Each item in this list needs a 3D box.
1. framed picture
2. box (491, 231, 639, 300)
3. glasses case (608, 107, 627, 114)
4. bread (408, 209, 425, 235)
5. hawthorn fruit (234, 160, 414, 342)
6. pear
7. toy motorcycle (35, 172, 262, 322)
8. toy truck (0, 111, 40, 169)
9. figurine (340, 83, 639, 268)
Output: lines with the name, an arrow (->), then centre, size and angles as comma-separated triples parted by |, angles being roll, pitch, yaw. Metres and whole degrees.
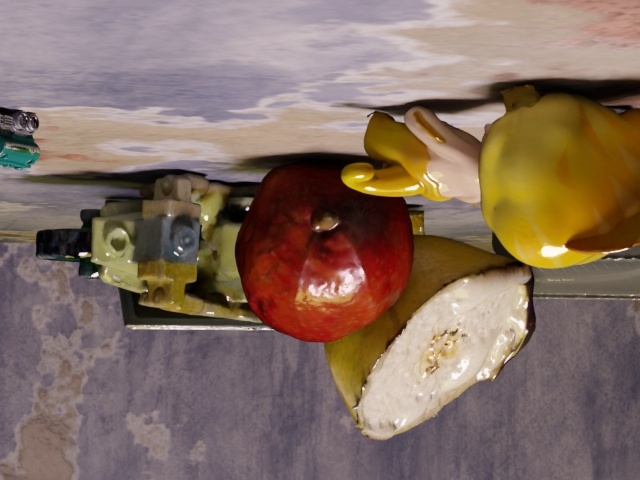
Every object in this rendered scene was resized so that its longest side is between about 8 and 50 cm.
framed picture -> -0.158, 0.033, 1.823 | 0.232, 0.019, 0.296 | 2, -147, -15
box -> 0.321, -0.010, 1.611 | 0.274, 0.138, 0.178 | -1, 168, 22
glasses case -> 0.238, -0.073, 1.152 | 0.105, 0.056, 0.266 | 25, -175, 19
bread -> 0.026, 0.012, 2.008 | 0.257, 0.124, 0.186 | 2, 177, -2
hawthorn fruit -> 0.000, 0.000, 1.394 | 0.190, 0.189, 0.251 | 0, 160, 1
pear -> 0.097, 0.077, 1.559 | 0.267, 0.267, 0.178 | 4, -143, -53
toy motorcycle -> -0.119, 0.013, 1.634 | 0.410, 0.168, 0.237 | 3, 175, -40
toy truck -> -0.248, -0.078, 1.061 | 0.039, 0.044, 0.083 | -4, 176, 21
figurine -> 0.138, -0.048, 0.980 | 0.246, 0.131, 0.156 | 9, 149, 43
